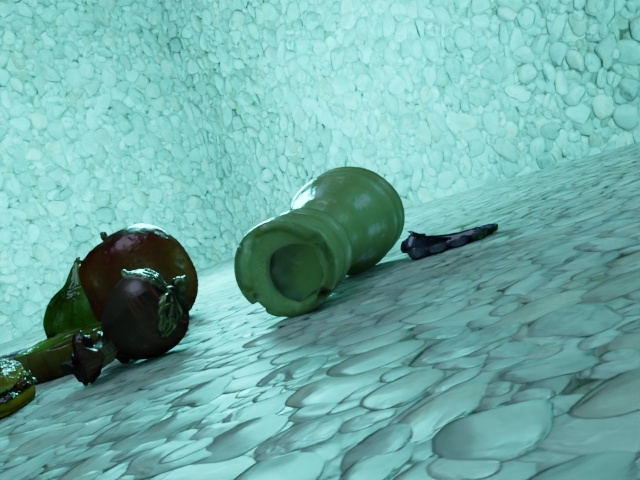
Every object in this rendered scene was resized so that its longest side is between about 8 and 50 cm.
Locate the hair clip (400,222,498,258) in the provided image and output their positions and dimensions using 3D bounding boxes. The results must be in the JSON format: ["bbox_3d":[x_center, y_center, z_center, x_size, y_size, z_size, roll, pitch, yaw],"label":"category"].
[{"bbox_3d":[0.252,-0.010,1.546,0.195,0.052,0.124,-13,9,4],"label":"hair clip"}]

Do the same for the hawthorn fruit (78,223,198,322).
[{"bbox_3d":[-0.449,0.090,1.908,0.275,0.300,0.275,-37,-11,-8],"label":"hawthorn fruit"}]

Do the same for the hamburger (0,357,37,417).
[{"bbox_3d":[-0.562,0.254,1.318,0.137,0.087,0.166,-19,3,-4],"label":"hamburger"}]

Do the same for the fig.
[{"bbox_3d":[-0.689,0.170,2.192,0.203,0.235,0.203,-14,4,1],"label":"fig"}]

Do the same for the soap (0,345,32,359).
[{"bbox_3d":[-0.768,0.306,1.906,0.149,0.056,0.100,-18,1,10],"label":"soap"}]

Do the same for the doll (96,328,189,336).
[{"bbox_3d":[-0.346,0.181,1.533,0.180,0.079,0.094,-6,21,-27],"label":"doll"}]

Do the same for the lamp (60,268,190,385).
[{"bbox_3d":[-0.319,0.151,1.364,0.223,0.151,0.215,-61,-8,5],"label":"lamp"}]

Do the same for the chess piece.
[{"bbox_3d":[0.000,0.000,1.478,0.234,0.234,0.442,-17,8,22],"label":"chess piece"}]

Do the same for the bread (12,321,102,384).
[{"bbox_3d":[-0.535,0.235,1.651,0.236,0.070,0.236,-19,4,2],"label":"bread"}]
